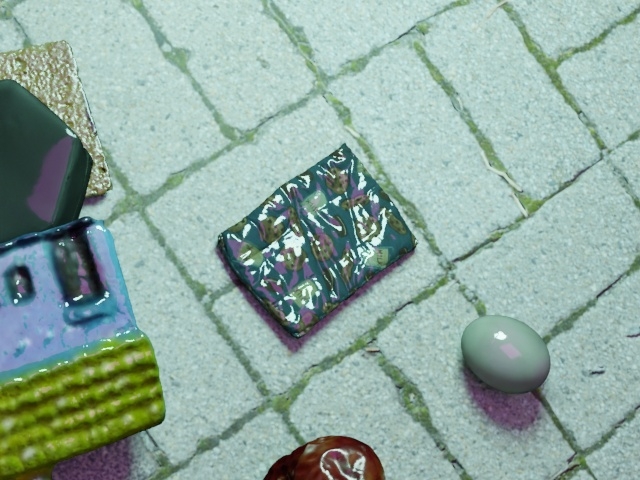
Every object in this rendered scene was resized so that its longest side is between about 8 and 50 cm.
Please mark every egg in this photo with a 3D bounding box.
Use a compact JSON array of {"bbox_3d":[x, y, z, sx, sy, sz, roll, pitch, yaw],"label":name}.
[{"bbox_3d":[0.263,0.161,1.790,0.135,0.103,0.103,32,71,-5],"label":"egg"}]

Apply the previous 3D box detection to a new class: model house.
[{"bbox_3d":[-0.341,0.151,1.575,0.237,0.215,0.303,-18,88,-19],"label":"model house"}]

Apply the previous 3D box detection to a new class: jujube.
[{"bbox_3d":[0.001,0.330,1.615,0.155,0.230,0.155,8,58,-13],"label":"jujube"}]

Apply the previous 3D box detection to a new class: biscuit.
[{"bbox_3d":[-0.374,-0.157,1.728,0.131,0.025,0.231,-15,82,-16],"label":"biscuit"}]

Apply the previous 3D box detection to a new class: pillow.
[{"bbox_3d":[-0.002,0.000,1.791,0.255,0.034,0.189,-37,89,-20],"label":"pillow"}]

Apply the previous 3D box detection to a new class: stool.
[{"bbox_3d":[-0.412,-0.084,1.620,0.232,0.141,0.232,0,82,-1],"label":"stool"}]
